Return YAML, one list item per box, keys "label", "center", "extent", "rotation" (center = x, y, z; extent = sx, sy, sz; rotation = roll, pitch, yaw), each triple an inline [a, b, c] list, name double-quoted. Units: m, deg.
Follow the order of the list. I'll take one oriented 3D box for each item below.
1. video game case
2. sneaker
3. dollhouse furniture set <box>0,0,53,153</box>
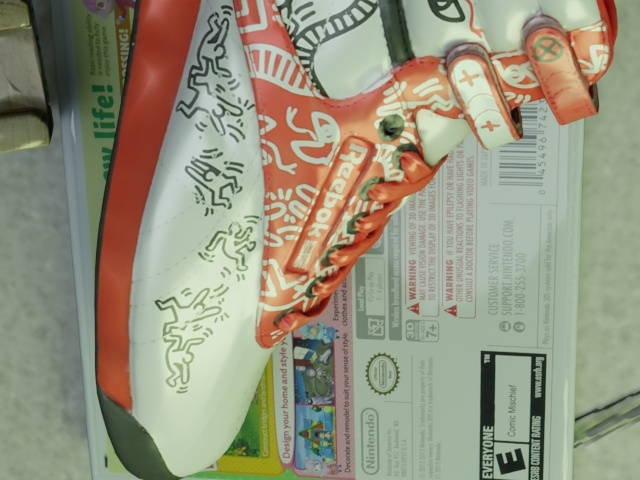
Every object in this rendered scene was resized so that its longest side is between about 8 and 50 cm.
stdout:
- label: "video game case"
  center: [0.000, 0.000, 0.517]
  extent: [0.193, 0.023, 0.212]
  rotation: [2, 109, 10]
- label: "sneaker"
  center: [0.014, -0.031, 0.442]
  extent: [0.145, 0.090, 0.270]
  rotation: [11, 107, 10]
- label: "dollhouse furniture set"
  center: [-0.216, -0.129, 0.473]
  extent: [0.242, 0.161, 0.212]
  rotation: [-9, 101, -8]
